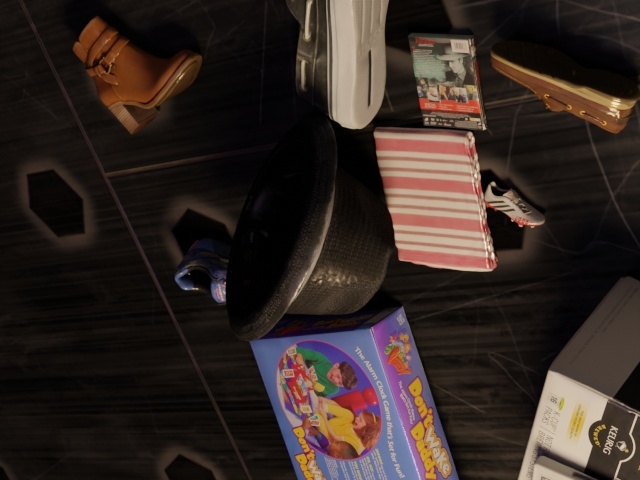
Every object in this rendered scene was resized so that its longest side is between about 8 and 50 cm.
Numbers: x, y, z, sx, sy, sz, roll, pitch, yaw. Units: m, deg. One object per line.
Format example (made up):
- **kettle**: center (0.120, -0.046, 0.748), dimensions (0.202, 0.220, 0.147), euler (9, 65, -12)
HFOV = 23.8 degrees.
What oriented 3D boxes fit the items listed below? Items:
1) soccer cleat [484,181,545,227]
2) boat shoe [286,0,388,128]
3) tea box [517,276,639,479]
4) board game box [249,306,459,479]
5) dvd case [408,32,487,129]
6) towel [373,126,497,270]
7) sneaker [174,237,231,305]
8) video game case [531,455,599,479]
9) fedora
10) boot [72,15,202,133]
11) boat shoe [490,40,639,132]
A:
- **soccer cleat**: center (0.236, -0.044, 1.846), dimensions (0.083, 0.029, 0.035), euler (29, 138, 26)
- **boat shoe**: center (0.011, -0.279, 1.789), dimensions (0.119, 0.121, 0.335), euler (21, 132, 20)
- **tea box**: center (0.421, 0.278, 1.787), dimensions (0.323, 0.220, 0.329), euler (28, 134, 22)
- **board game box**: center (0.058, 0.275, 2.137), dimensions (0.233, 0.078, 0.347), euler (-8, 105, 42)
- **dvd case**: center (0.153, -0.191, 1.819), dimensions (0.087, 0.013, 0.119), euler (7, 124, 35)
- **towel**: center (0.145, -0.054, 1.914), dimensions (0.144, 0.029, 0.197), euler (6, 120, 36)
- **sneaker**: center (-0.114, 0.062, 2.154), dimensions (0.221, 0.087, 0.083), euler (10, 125, 33)
- **video game case**: center (0.318, 0.352, 1.745), dimensions (0.173, 0.022, 0.190), euler (21, 131, 26)
- **fedora**: center (0.000, 0.000, 1.927), dimensions (0.152, 0.334, 0.334), euler (19, 139, -17)
- **boot**: center (-0.257, -0.247, 2.064), dimensions (0.197, 0.073, 0.152), euler (-35, 90, 44)
- **boat shoe**: center (0.268, -0.171, 1.704), dimensions (0.178, 0.064, 0.060), euler (25, 130, 19)
